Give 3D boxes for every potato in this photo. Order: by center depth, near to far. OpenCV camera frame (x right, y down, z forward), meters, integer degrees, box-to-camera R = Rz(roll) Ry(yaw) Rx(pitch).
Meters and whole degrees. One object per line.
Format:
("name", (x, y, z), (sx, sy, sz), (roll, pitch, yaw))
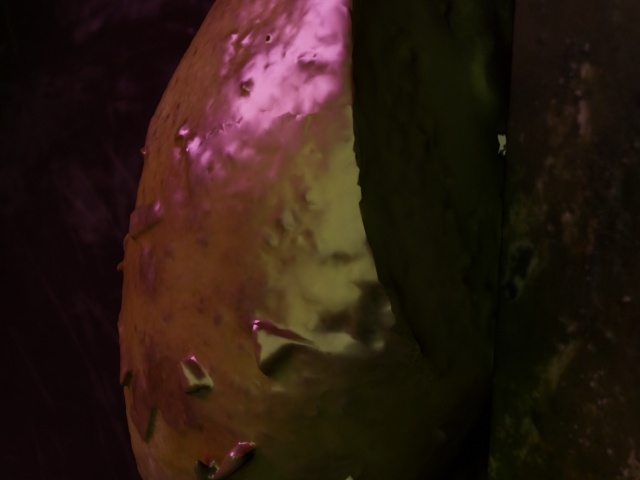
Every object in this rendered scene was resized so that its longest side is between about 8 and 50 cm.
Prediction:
("potato", (0.000, 0.000, 0.478), (0.176, 0.141, 0.298), (22, 114, 32))

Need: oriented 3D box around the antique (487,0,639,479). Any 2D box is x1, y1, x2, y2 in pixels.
("antique", (0.116, 0.015, 0.425), (0.080, 0.081, 0.220), (13, 108, 40))
